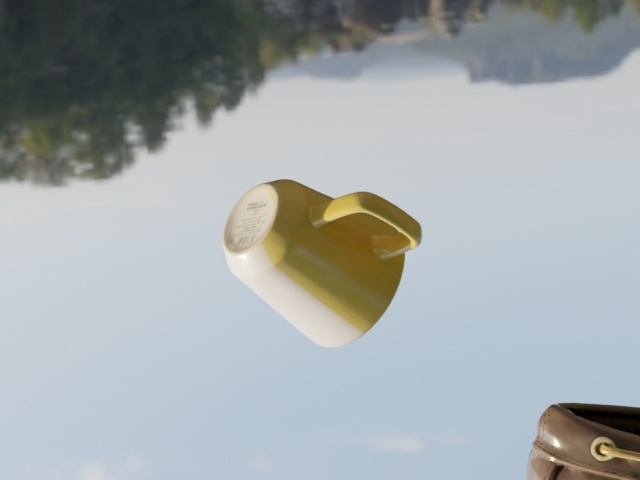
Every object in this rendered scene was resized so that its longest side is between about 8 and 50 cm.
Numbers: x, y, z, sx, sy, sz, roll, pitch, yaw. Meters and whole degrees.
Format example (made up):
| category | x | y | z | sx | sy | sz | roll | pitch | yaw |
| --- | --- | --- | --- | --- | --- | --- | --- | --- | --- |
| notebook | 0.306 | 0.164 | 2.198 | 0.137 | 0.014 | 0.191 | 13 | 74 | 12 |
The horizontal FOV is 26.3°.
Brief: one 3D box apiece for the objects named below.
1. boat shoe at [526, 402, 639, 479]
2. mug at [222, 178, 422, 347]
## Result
| category | x | y | z | sx | sy | sz | roll | pitch | yaw |
| --- | --- | --- | --- | --- | --- | --- | --- | --- | --- |
| boat shoe | 0.263 | 0.129 | 0.709 | 0.325 | 0.096 | 0.116 | 0 | -169 | -8 |
| mug | -0.002 | 0.000 | 0.588 | 0.064 | 0.078 | 0.062 | 33 | -162 | -34 |
